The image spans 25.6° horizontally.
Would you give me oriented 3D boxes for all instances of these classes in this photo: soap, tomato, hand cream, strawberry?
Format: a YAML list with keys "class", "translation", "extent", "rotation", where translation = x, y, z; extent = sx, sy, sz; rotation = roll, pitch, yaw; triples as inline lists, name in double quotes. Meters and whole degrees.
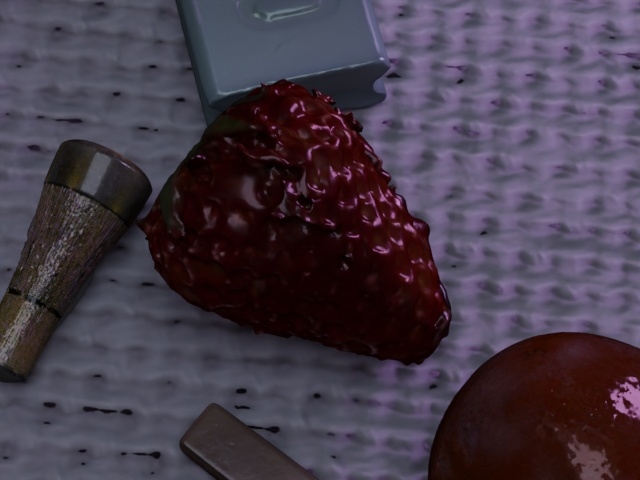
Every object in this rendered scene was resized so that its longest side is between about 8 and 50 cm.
- class: "soap"
  translation: [-0.050, -0.234, 1.224]
  extent: [0.160, 0.087, 0.265]
  rotation: [-13, 69, -6]
- class: "tomato"
  translation: [0.184, 0.169, 1.010]
  extent: [0.184, 0.208, 0.208]
  rotation: [-25, 69, -35]
- class: "hand cream"
  translation: [-0.212, 0.021, 1.128]
  extent: [0.084, 0.084, 0.203]
  rotation: [23, 74, 8]
- class: "strawberry"
  translation: [0.000, 0.000, 1.088]
  extent: [0.244, 0.205, 0.205]
  rotation: [37, 72, -3]

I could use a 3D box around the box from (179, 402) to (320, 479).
- class: "box"
  translation: [-0.053, 0.177, 1.095]
  extent: [0.115, 0.025, 0.048]
  rotation: [35, 67, 12]
